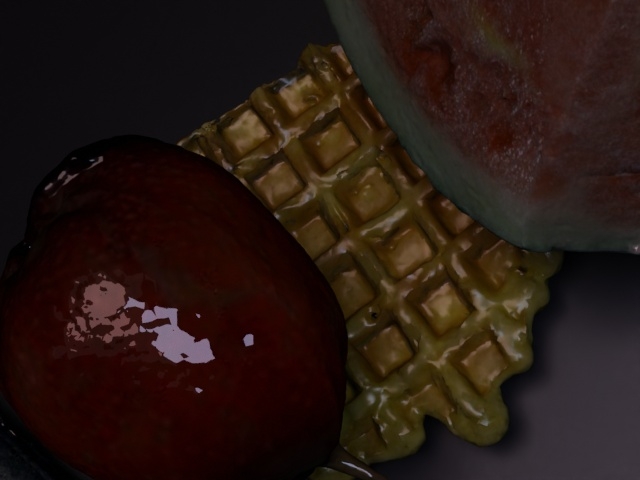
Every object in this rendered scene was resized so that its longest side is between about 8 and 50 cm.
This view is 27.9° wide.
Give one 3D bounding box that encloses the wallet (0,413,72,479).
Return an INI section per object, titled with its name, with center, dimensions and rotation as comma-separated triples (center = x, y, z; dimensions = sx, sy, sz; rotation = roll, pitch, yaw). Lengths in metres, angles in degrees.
[wallet]
center = -0.246, 0.211, 0.864
dimensions = 0.379, 0.046, 0.190
rotation = 35, 91, 27

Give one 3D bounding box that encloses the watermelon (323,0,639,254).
[watermelon]
center = 0.107, -0.142, 0.676
dimensions = 0.251, 0.292, 0.283
rotation = -15, 59, 18

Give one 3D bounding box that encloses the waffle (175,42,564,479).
[waffle]
center = 0.001, 0.001, 0.818
dimensions = 0.312, 0.060, 0.307
rotation = -4, 73, 19

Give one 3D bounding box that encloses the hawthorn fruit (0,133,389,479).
[hawthorn fruit]
center = -0.068, 0.065, 0.713
dimensions = 0.251, 0.189, 0.189
rotation = 41, 93, 5
